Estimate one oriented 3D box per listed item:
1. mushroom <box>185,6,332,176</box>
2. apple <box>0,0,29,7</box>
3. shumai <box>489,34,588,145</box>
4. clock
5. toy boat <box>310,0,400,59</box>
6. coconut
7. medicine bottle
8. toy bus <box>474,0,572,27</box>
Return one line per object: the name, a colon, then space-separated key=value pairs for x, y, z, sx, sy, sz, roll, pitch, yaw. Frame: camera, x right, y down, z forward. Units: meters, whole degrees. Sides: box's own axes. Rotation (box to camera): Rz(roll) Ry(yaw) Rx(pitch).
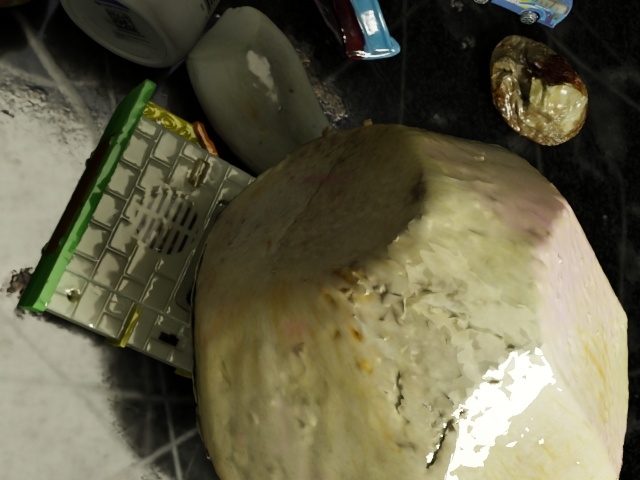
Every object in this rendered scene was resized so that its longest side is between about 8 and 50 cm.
mushroom: x=-0.026 y=-0.104 z=0.846 sx=0.118 sy=0.103 sz=0.270 roll=-48 pitch=113 yaw=-16
apple: x=-0.296 y=-0.278 z=0.707 sx=0.146 sy=0.163 sz=0.147 roll=-2 pitch=94 yaw=8
shumai: x=0.276 y=-0.181 z=0.992 sx=0.139 sy=0.105 sz=0.123 roll=48 pitch=62 yaw=-39
clock: x=-0.114 y=0.015 z=0.788 sx=0.255 sy=0.106 sz=0.219 roll=29 pitch=74 yaw=-23
toy boat: x=0.028 y=-0.298 z=0.889 sx=0.097 sy=0.100 sz=0.223 roll=-25 pitch=95 yaw=-10
coconut: x=0.070 y=0.097 z=0.651 sx=0.353 sy=0.352 sz=0.352 roll=3 pitch=82 yaw=-23
medicine bottle: x=-0.142 y=-0.286 z=0.791 sx=0.135 sy=0.135 sz=0.215 roll=31 pitch=71 yaw=-17
toy bus: x=0.234 y=-0.307 z=1.001 sx=0.153 sy=0.061 sz=0.051 roll=16 pitch=72 yaw=-20
